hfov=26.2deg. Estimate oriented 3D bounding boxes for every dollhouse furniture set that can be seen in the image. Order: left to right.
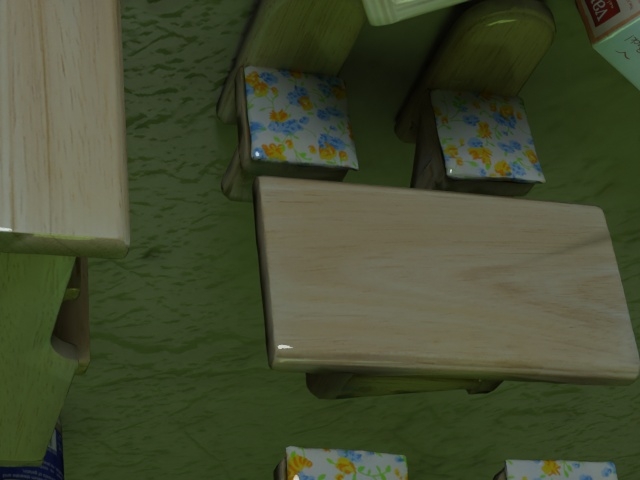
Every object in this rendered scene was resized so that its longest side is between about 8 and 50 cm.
[{"bbox_3d":[0.000,0.000,0.729,0.394,0.362,0.256,4,148,-18],"label":"dollhouse furniture set"}]

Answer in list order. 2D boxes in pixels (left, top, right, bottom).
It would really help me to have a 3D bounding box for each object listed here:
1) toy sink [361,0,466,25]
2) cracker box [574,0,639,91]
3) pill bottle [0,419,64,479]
[{"bbox_3d":[0.109,-0.223,0.669,0.234,0.131,0.153,-16,144,6],"label":"toy sink"},{"bbox_3d":[0.294,-0.166,0.849,0.232,0.067,0.155,-33,138,26],"label":"cracker box"},{"bbox_3d":[-0.268,0.235,1.148,0.112,0.187,0.112,-7,144,-5],"label":"pill bottle"}]
